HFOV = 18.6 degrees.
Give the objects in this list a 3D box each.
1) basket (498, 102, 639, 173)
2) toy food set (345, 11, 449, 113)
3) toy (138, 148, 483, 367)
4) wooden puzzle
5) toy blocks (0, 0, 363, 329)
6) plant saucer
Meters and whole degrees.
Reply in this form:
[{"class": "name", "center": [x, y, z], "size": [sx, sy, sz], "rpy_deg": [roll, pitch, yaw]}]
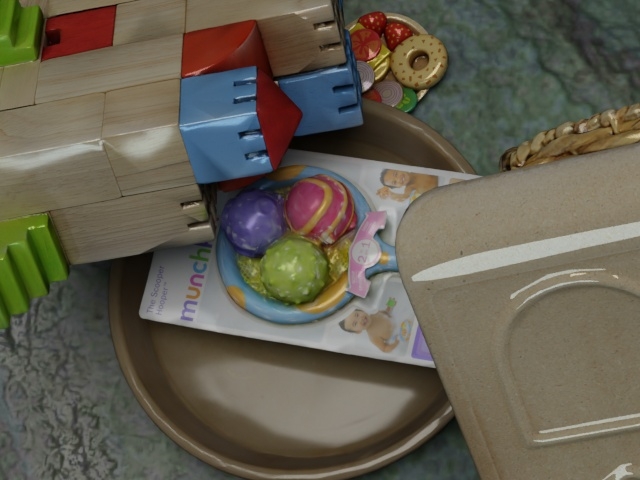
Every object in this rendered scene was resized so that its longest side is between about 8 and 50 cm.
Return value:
[{"class": "basket", "center": [0.272, 0.036, 1.199], "size": [0.299, 0.213, 0.223], "rpy_deg": [-9, 70, 7]}, {"class": "toy food set", "center": [0.043, -0.125, 1.394], "size": [0.082, 0.020, 0.083], "rpy_deg": [-45, 71, -6]}, {"class": "toy", "center": [0.000, 0.000, 1.302], "size": [0.237, 0.056, 0.137], "rpy_deg": [10, 73, 13]}, {"class": "wooden puzzle", "center": [0.244, 0.089, 1.119], "size": [0.322, 0.348, 0.080], "rpy_deg": [-12, 25, 18]}, {"class": "toy blocks", "center": [-0.090, -0.125, 1.307], "size": [0.261, 0.191, 0.381], "rpy_deg": [-10, 40, 7]}, {"class": "plant saucer", "center": [-0.008, 0.033, 1.343], "size": [0.278, 0.041, 0.278], "rpy_deg": [-3, 73, 9]}]
